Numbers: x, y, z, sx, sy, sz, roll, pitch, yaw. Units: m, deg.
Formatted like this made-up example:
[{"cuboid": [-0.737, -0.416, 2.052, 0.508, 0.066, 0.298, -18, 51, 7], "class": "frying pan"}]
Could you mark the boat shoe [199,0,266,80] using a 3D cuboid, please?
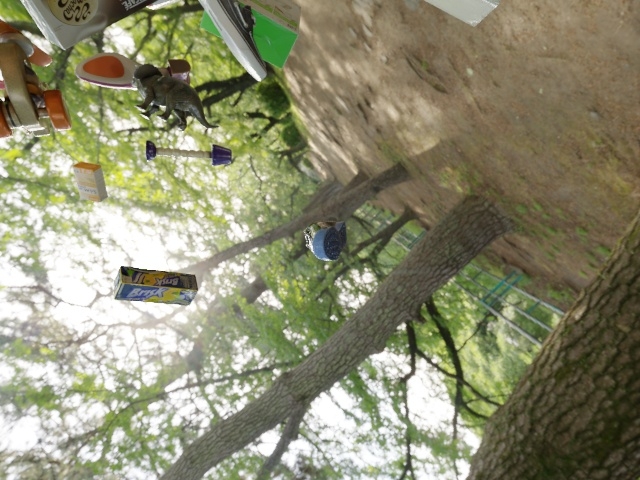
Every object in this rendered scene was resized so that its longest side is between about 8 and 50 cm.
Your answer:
[{"cuboid": [-0.216, -0.570, 1.087, 0.301, 0.102, 0.108, 54, 174, -26], "class": "boat shoe"}]

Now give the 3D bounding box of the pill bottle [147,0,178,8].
[{"cuboid": [-0.438, -0.751, 1.199, 0.221, 0.121, 0.121, 10, 160, 39], "class": "pill bottle"}]

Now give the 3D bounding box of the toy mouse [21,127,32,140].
[{"cuboid": [-0.963, -0.411, 1.397, 0.031, 0.161, 0.143, 29, -143, -27], "class": "toy mouse"}]

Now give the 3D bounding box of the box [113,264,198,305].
[{"cuboid": [-0.368, 0.104, 0.936, 0.169, 0.059, 0.054, 13, -145, -36], "class": "box"}]

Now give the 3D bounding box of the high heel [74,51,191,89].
[{"cuboid": [-0.656, -0.566, 1.491, 0.181, 0.378, 0.127, -28, 71, 64], "class": "high heel"}]

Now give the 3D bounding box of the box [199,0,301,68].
[{"cuboid": [-0.200, -0.682, 1.260, 0.262, 0.126, 0.230, 20, -136, -21], "class": "box"}]

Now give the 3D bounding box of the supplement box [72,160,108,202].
[{"cuboid": [-0.618, -0.157, 1.120, 0.062, 0.098, 0.036, 11, -145, 8], "class": "supplement box"}]

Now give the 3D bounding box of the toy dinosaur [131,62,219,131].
[{"cuboid": [-0.448, -0.428, 1.239, 0.314, 0.160, 0.121, 19, 174, 3], "class": "toy dinosaur"}]

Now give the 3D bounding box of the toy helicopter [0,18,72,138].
[{"cuboid": [-0.659, -0.353, 0.939, 0.355, 0.140, 0.234, 25, 127, 63], "class": "toy helicopter"}]

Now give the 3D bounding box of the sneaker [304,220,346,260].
[{"cuboid": [0.000, 0.000, 0.964, 0.232, 0.091, 0.081, -32, -64, -74], "class": "sneaker"}]

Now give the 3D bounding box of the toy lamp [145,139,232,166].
[{"cuboid": [-0.441, -0.293, 1.413, 0.275, 0.080, 0.080, -1, -158, -16], "class": "toy lamp"}]

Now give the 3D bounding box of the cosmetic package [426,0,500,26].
[{"cuboid": [0.188, -0.514, 0.701, 0.297, 0.153, 0.129, 25, -167, -4], "class": "cosmetic package"}]

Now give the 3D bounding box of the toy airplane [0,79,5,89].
[{"cuboid": [-0.830, -0.363, 1.014, 0.151, 0.151, 0.028, 37, -159, -58], "class": "toy airplane"}]

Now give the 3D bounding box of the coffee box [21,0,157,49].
[{"cuboid": [-0.586, -0.640, 1.050, 0.119, 0.297, 0.168, 34, 155, 31], "class": "coffee box"}]
